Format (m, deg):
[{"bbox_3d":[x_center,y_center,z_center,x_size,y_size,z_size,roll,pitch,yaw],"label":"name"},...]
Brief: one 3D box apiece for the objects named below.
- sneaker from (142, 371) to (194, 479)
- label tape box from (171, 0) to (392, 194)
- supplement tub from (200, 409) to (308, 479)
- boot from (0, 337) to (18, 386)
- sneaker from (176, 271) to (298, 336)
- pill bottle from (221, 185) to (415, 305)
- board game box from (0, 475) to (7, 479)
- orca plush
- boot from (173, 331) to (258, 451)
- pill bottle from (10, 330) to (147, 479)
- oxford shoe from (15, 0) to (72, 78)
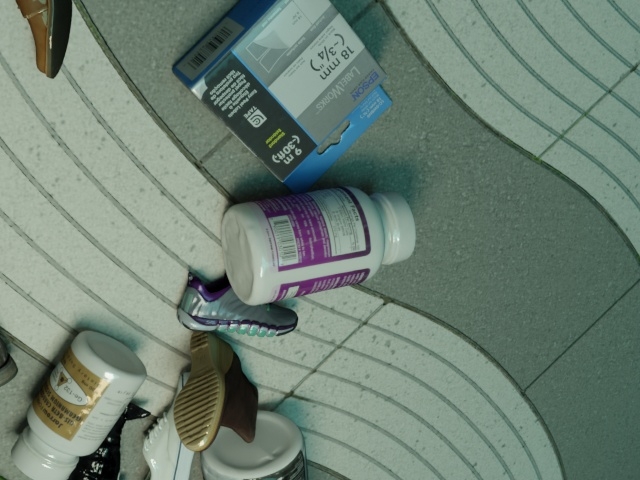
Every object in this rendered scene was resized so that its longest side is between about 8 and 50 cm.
[{"bbox_3d":[-0.269,0.354,1.571,0.091,0.094,0.258,8,103,-11],"label":"sneaker"},{"bbox_3d":[-0.028,-0.226,1.388,0.240,0.106,0.334,-46,127,0],"label":"label tape box"},{"bbox_3d":[-0.114,0.494,1.665,0.194,0.193,0.316,-16,122,-22],"label":"supplement tub"},{"bbox_3d":[-0.585,0.138,1.293,0.263,0.091,0.229,-23,119,-22],"label":"boot"},{"bbox_3d":[-0.131,0.107,1.524,0.224,0.083,0.098,5,107,-30],"label":"sneaker"},{"bbox_3d":[0.000,0.000,1.484,0.302,0.169,0.169,-10,119,-24],"label":"pill bottle"},{"bbox_3d":[-0.547,0.552,1.546,0.213,0.046,0.317,-41,127,-5],"label":"board game box"},{"bbox_3d":[-0.365,0.421,1.514,0.151,0.102,0.287,35,84,-40],"label":"orca plush"},{"bbox_3d":[-0.158,0.290,1.509,0.090,0.248,0.207,-19,130,15],"label":"boot"},{"bbox_3d":[-0.394,0.272,1.430,0.131,0.131,0.229,30,98,-37],"label":"pill bottle"},{"bbox_3d":[-0.375,-0.321,1.180,0.076,0.076,0.212,6,118,1],"label":"oxford shoe"}]
